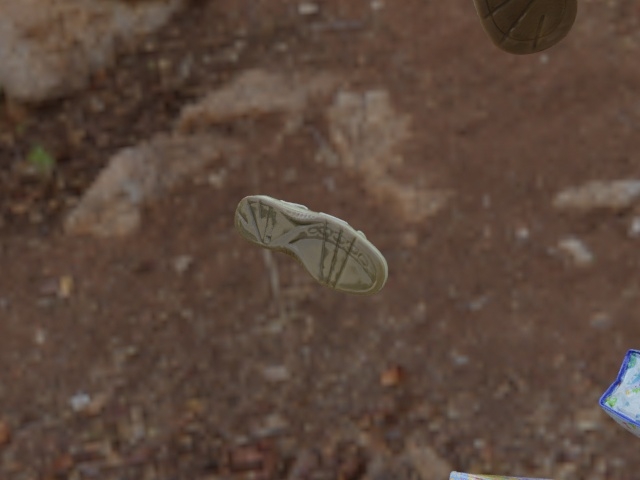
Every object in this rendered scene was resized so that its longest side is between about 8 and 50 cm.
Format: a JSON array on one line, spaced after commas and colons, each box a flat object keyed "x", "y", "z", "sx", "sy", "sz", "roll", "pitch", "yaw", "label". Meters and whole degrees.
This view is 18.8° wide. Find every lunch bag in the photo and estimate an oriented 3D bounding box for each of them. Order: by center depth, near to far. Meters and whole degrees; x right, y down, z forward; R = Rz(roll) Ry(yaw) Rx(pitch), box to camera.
[{"x": 0.406, "y": 0.194, "z": 2.139, "sx": 0.151, "sy": 0.096, "sz": 0.129, "roll": 30, "pitch": -1, "yaw": 39, "label": "lunch bag"}]

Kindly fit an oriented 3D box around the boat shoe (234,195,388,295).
[{"x": -0.001, "y": 0.002, "z": 1.618, "sx": 0.153, "sy": 0.056, "sz": 0.048, "roll": 21, "pitch": 15, "yaw": 31, "label": "boat shoe"}]

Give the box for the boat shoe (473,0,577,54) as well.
[{"x": 0.148, "y": -0.332, "z": 1.700, "sx": 0.121, "sy": 0.341, "sz": 0.110, "roll": -11, "pitch": 32, "yaw": -1, "label": "boat shoe"}]

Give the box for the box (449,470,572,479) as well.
[{"x": 0.234, "y": 0.355, "z": 1.665, "sx": 0.177, "sy": 0.279, "sz": 0.290, "roll": 10, "pitch": 0, "yaw": 40, "label": "box"}]
